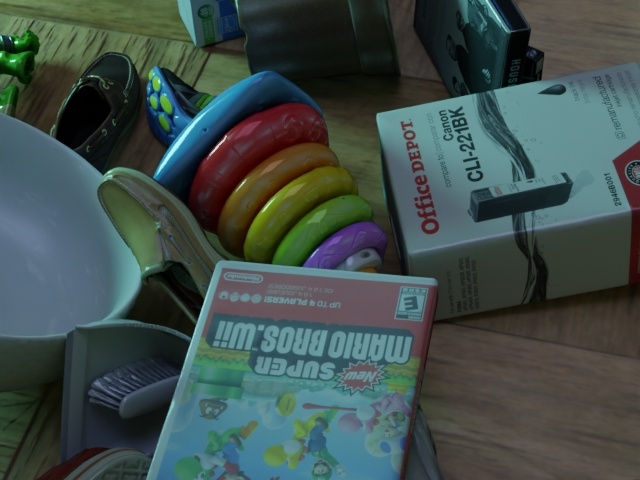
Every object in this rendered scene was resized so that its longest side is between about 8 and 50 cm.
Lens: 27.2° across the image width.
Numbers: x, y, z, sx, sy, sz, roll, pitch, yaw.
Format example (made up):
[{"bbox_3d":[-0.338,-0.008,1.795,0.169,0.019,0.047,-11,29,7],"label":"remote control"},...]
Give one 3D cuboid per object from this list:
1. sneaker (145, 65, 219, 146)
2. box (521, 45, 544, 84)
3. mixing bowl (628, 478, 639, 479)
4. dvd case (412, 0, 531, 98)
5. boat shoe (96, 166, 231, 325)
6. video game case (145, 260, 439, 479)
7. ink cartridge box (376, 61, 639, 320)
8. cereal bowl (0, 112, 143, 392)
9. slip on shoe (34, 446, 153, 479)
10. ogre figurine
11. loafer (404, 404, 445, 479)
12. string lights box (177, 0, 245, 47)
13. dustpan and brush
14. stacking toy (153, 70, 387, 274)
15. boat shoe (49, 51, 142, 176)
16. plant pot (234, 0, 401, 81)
[{"bbox_3d":[-0.126,-0.129,1.442,0.078,0.067,0.188,-19,46,-41],"label":"sneaker"},{"bbox_3d":[0.209,-0.182,1.446,0.067,0.083,0.018,29,55,25],"label":"box"},{"bbox_3d":[0.257,0.289,1.026,0.181,0.098,0.181,-2,48,2],"label":"mixing bowl"},{"bbox_3d":[0.157,-0.230,1.427,0.029,0.179,0.239,-11,50,-12],"label":"dvd case"},{"bbox_3d":[-0.142,0.012,1.219,0.190,0.068,0.072,43,42,4],"label":"boat shoe"},{"bbox_3d":[-0.023,0.139,1.093,0.204,0.025,0.285,5,51,13],"label":"video game case"},{"bbox_3d":[0.202,-0.048,1.295,0.272,0.114,0.197,-12,49,2],"label":"ink cartridge box"},{"bbox_3d":[-0.342,0.018,1.227,0.339,0.141,0.339,22,33,-15],"label":"cereal bowl"},{"bbox_3d":[-0.267,0.283,1.064,0.331,0.123,0.101,-39,21,-24],"label":"slip on shoe"},{"bbox_3d":[-0.389,-0.179,1.471,0.118,0.097,0.197,11,61,-3],"label":"ogre figurine"},{"bbox_3d":[0.061,0.231,1.090,0.111,0.112,0.319,-21,48,0],"label":"loafer"},{"bbox_3d":[-0.041,-0.331,1.556,0.259,0.133,0.077,-17,50,-11],"label":"string lights box"},{"bbox_3d":[-0.128,0.128,1.191,0.060,0.147,0.211,24,27,38],"label":"dustpan and brush"},{"bbox_3d":[0.000,0.000,1.254,0.175,0.166,0.302,-45,66,6],"label":"stacking toy"},{"bbox_3d":[-0.245,-0.141,1.444,0.073,0.073,0.207,3,48,7],"label":"boat shoe"},{"bbox_3d":[-0.005,-0.251,1.477,0.165,0.167,0.167,-10,49,4],"label":"plant pot"}]
